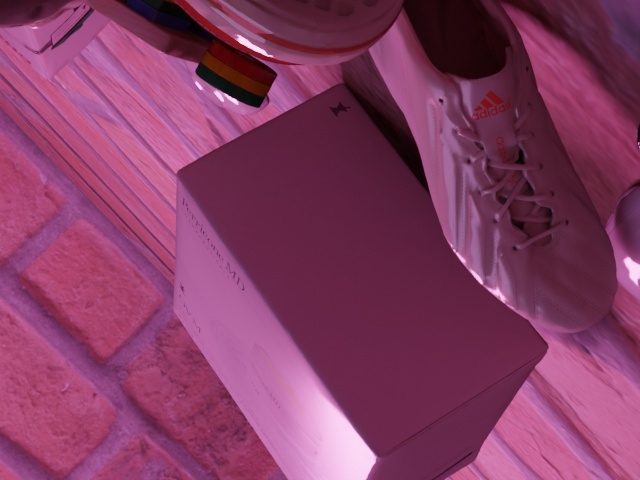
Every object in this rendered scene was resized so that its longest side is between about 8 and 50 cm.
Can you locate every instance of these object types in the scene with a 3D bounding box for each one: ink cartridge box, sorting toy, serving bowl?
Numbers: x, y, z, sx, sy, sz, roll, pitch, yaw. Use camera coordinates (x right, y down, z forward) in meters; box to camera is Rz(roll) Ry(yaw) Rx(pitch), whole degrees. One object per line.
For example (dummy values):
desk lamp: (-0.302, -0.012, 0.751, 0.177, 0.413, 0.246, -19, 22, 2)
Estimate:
ink cartridge box: (-0.261, -0.240, 1.173, 0.160, 0.092, 0.219, 44, 171, 2)
sorting toy: (-0.119, -0.171, 0.944, 0.274, 0.046, 0.132, 34, -169, 19)
serving bowl: (-0.080, -0.127, 1.121, 0.083, 0.027, 0.083, 43, 171, 8)

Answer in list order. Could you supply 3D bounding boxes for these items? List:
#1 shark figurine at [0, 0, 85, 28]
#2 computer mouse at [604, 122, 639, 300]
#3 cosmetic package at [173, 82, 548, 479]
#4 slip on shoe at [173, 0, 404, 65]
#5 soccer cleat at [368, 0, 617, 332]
shark figurine: (-0.162, -0.242, 0.860, 0.116, 0.166, 0.278, 91, 156, -43)
computer mouse: (0.165, 0.003, 0.635, 0.106, 0.042, 0.193, 41, 170, 7)
cosmetic package: (0.013, 0.058, 0.963, 0.224, 0.138, 0.224, 54, 159, 18)
slip on shoe: (-0.074, -0.158, 0.636, 0.331, 0.123, 0.101, 42, 141, 39)
soccer cleat: (0.076, -0.046, 0.635, 0.196, 0.068, 0.076, 60, 164, 0)
